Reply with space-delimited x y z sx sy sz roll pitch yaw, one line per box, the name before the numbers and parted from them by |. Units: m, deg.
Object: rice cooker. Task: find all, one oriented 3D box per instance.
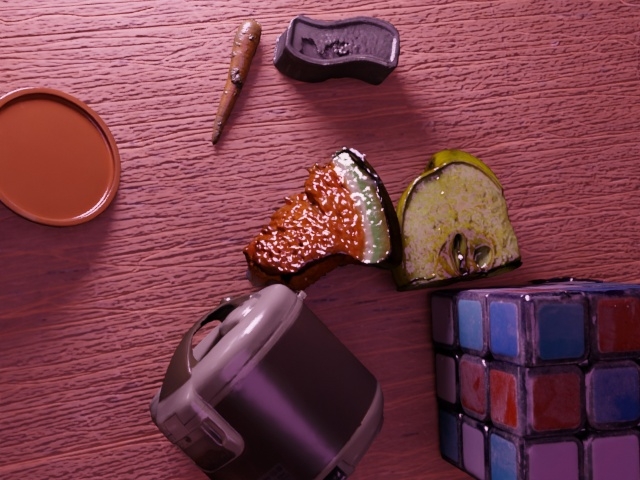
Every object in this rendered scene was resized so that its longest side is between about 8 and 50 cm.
rice cooker | -0.101 0.260 1.230 0.335 0.335 0.325 -45 98 -12

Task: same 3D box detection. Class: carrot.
carrot | -0.164 -0.301 1.396 0.049 0.049 0.254 17 87 -12

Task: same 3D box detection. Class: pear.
pear | 0.229 -0.038 1.414 0.238 0.164 0.255 -13 84 -4

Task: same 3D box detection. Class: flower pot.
flower pot | 0.031 -0.364 1.411 0.229 0.108 0.103 0 85 -15

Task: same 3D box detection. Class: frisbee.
frisbee | -0.460 -0.142 1.266 0.251 0.021 0.250 13 70 -38

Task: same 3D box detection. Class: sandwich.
sandwich | 0.000 0.000 1.362 0.301 0.162 0.250 -26 61 2

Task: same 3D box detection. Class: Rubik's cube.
Rubik's cube | 0.431 0.254 1.337 0.362 0.363 0.358 0 90 -17
